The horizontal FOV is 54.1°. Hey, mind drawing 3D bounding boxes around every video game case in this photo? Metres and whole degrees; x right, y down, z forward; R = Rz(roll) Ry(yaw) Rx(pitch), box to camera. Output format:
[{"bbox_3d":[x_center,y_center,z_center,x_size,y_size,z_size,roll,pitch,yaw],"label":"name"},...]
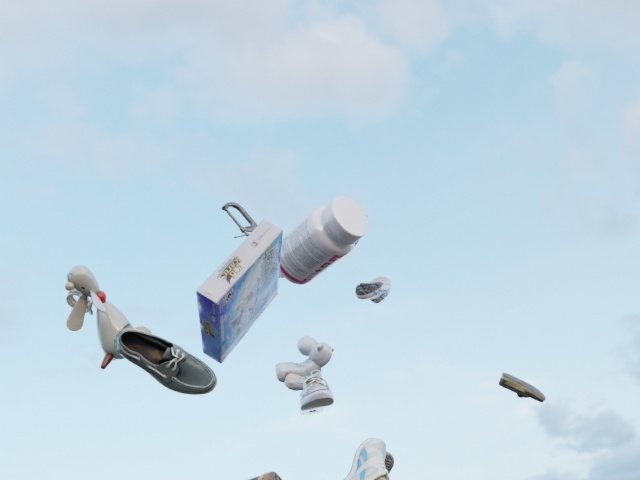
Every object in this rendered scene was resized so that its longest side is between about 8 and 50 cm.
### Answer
[{"bbox_3d":[-0.181,0.121,1.445,0.061,0.244,0.269,28,-36,15],"label":"video game case"}]

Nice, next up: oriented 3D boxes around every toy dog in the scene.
[{"bbox_3d":[-0.667,0.251,1.872,0.333,0.161,0.220,40,-53,0],"label":"toy dog"}]

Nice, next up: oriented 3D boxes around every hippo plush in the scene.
[{"bbox_3d":[-0.056,0.571,2.894,0.234,0.294,0.236,20,-85,-60],"label":"hippo plush"}]

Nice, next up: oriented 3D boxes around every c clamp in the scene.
[{"bbox_3d":[-0.267,-0.071,2.037,0.137,0.161,0.022,-4,-42,-51],"label":"c clamp"}]

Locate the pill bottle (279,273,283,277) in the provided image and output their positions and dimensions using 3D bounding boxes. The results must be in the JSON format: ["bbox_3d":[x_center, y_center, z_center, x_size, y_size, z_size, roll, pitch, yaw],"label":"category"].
[{"bbox_3d":[-0.123,0.078,2.186,0.087,0.087,0.160,-40,-5,36],"label":"pill bottle"}]

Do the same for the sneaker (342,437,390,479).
[{"bbox_3d":[0.115,0.523,1.386,0.092,0.228,0.087,-10,-74,25],"label":"sneaker"}]

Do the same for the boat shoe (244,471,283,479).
[{"bbox_3d":[-0.118,0.748,1.658,0.123,0.123,0.342,-16,-60,17],"label":"boat shoe"}]

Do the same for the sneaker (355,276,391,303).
[{"bbox_3d":[0.181,0.176,2.107,0.085,0.086,0.237,1,5,24],"label":"sneaker"}]

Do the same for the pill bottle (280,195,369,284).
[{"bbox_3d":[0.000,0.000,1.829,0.160,0.160,0.283,17,-40,-34],"label":"pill bottle"}]

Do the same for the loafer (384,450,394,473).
[{"bbox_3d":[0.140,0.780,2.013,0.094,0.087,0.251,45,-102,-20],"label":"loafer"}]

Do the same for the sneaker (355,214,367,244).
[{"bbox_3d":[0.053,-0.042,2.072,0.121,0.111,0.300,25,-18,-19],"label":"sneaker"}]

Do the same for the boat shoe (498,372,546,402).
[{"bbox_3d":[0.640,0.475,1.993,0.049,0.152,0.056,-63,-10,15],"label":"boat shoe"}]

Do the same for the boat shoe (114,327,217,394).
[{"bbox_3d":[-0.440,0.344,1.783,0.319,0.116,0.099,29,-24,-3],"label":"boat shoe"}]

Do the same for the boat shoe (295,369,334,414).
[{"bbox_3d":[-0.027,0.595,2.500,0.136,0.156,0.367,-7,-22,-7],"label":"boat shoe"}]
